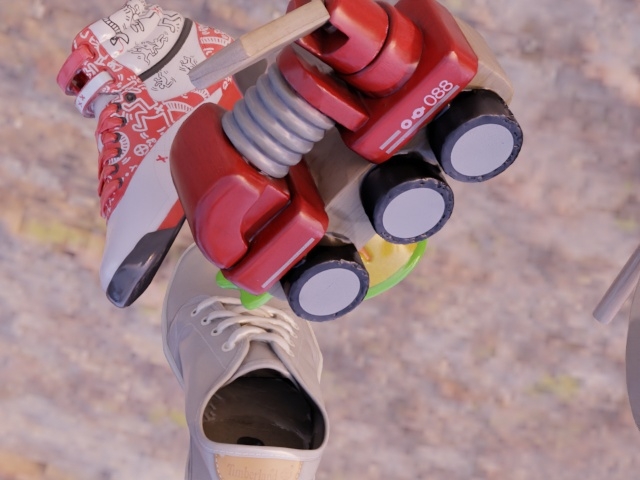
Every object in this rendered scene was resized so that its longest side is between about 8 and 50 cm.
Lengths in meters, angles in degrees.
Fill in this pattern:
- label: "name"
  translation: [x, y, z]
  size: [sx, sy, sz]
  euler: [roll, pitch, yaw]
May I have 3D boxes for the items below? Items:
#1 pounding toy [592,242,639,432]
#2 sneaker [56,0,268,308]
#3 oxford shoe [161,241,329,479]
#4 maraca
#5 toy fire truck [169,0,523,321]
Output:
- label: "pounding toy"
  translation: [0.297, 0.054, 1.263]
  size: [0.110, 0.237, 0.183]
  euler: [12, 118, -14]
- label: "sneaker"
  translation: [-0.155, -0.078, 1.401]
  size: [0.145, 0.270, 0.090]
  euler: [28, 144, -4]
- label: "oxford shoe"
  translation: [-0.070, 0.122, 1.773]
  size: [0.169, 0.449, 0.130]
  euler: [5, 124, -9]
- label: "maraca"
  translation: [0.000, 0.000, 1.497]
  size: [0.185, 0.127, 0.099]
  euler: [-10, 146, 11]
- label: "toy fire truck"
  translation: [-0.020, -0.073, 1.111]
  size: [0.217, 0.158, 0.246]
  euler: [-43, 132, 19]
